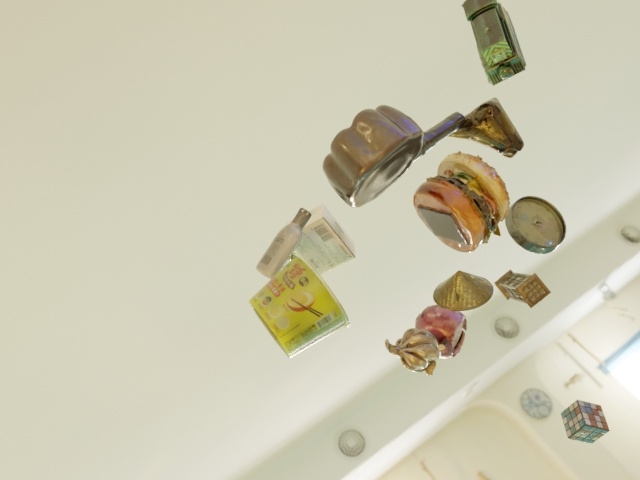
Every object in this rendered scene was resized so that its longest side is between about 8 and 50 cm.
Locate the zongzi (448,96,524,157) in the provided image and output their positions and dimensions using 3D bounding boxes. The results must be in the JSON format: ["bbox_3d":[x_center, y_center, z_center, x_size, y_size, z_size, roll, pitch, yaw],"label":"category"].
[{"bbox_3d":[0.756,-0.473,2.739,0.317,0.289,0.154,-30,6,30],"label":"zongzi"}]

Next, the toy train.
[{"bbox_3d":[0.574,-0.688,1.952,0.138,0.330,0.178,-23,-37,28],"label":"toy train"}]

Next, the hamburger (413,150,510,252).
[{"bbox_3d":[0.439,-0.122,1.785,0.225,0.291,0.291,-41,-29,-14],"label":"hamburger"}]

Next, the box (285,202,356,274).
[{"bbox_3d":[0.000,0.000,2.421,0.194,0.111,0.260,-26,-54,20],"label":"box"}]

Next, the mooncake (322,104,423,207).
[{"bbox_3d":[0.138,-0.232,1.605,0.306,0.154,0.306,-40,-16,-14],"label":"mooncake"}]

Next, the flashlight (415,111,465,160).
[{"bbox_3d":[0.489,-0.455,2.561,0.424,0.103,0.103,-35,-30,-28],"label":"flashlight"}]

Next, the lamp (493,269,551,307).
[{"bbox_3d":[0.720,0.169,2.102,0.089,0.090,0.325,-39,-3,2],"label":"lamp"}]

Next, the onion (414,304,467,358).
[{"bbox_3d":[0.437,0.330,2.149,0.200,0.200,0.207,-44,-37,3],"label":"onion"}]

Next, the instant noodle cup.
[{"bbox_3d":[-0.083,0.222,1.902,0.221,0.311,0.311,-35,-31,-13],"label":"instant noodle cup"}]

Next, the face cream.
[{"bbox_3d":[-0.133,0.009,2.185,0.071,0.144,0.291,37,-101,-28],"label":"face cream"}]

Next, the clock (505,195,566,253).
[{"bbox_3d":[0.957,-0.074,2.586,0.280,0.281,0.055,-26,-19,-26],"label":"clock"}]

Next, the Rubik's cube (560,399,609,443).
[{"bbox_3d":[0.834,0.573,1.840,0.092,0.092,0.092,15,-49,-11],"label":"Rubik's cube"}]

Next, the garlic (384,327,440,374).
[{"bbox_3d":[0.267,0.318,1.735,0.194,0.131,0.127,24,-71,-25],"label":"garlic"}]

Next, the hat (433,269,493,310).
[{"bbox_3d":[0.337,0.100,1.394,0.146,0.146,0.067,-29,-60,-21],"label":"hat"}]
